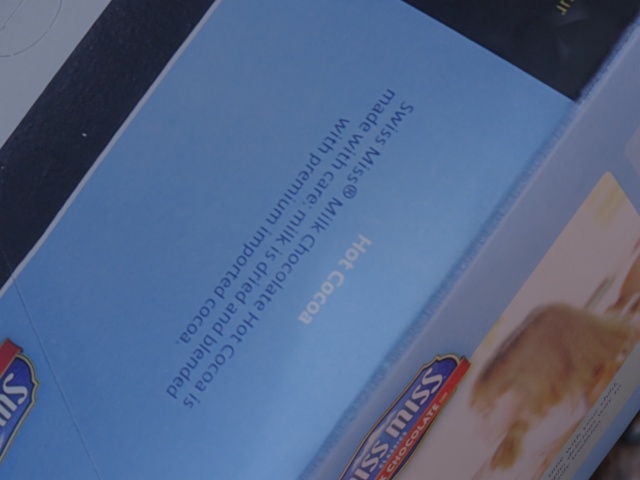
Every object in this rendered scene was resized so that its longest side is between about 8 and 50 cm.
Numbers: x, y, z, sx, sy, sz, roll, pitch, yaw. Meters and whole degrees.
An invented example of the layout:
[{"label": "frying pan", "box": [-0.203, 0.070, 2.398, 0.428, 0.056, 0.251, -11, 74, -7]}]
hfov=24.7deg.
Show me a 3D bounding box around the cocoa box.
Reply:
[{"label": "cocoa box", "box": [0.000, 0.000, 0.561, 0.228, 0.231, 0.347, 35, 87, 31]}]
